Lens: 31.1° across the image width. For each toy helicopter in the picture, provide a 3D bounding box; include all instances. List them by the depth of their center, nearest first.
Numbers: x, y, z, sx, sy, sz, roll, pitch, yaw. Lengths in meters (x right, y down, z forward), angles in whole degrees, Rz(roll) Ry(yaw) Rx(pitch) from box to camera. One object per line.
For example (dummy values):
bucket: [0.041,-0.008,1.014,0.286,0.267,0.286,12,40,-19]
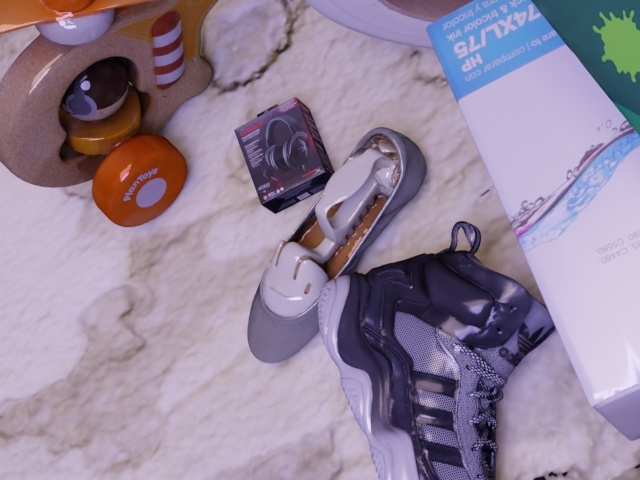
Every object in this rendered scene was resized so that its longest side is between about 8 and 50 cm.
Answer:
toy helicopter: [-0.136,-0.191,0.919,0.355,0.235,0.140,-48,63,3]

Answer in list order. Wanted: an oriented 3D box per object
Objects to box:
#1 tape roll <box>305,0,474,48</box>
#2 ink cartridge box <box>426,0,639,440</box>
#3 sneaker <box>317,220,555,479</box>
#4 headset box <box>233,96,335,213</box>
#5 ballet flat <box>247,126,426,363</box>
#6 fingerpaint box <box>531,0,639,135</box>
tape roll: [0.104,-0.262,0.837,0.246,0.246,0.169,-1,76,22]
ink cartridge box: [0.226,-0.037,0.748,0.197,0.198,0.270,-25,67,13]
sneaker: [0.109,0.112,0.805,0.153,0.101,0.269,-32,63,14]
headset box: [-0.030,-0.074,0.955,0.062,0.032,0.083,-26,69,14]
ballet flat: [0.000,0.000,0.901,0.072,0.068,0.213,38,91,30]
fingerpaint box: [0.386,-0.142,0.586,0.444,0.163,0.371,-27,72,-20]
